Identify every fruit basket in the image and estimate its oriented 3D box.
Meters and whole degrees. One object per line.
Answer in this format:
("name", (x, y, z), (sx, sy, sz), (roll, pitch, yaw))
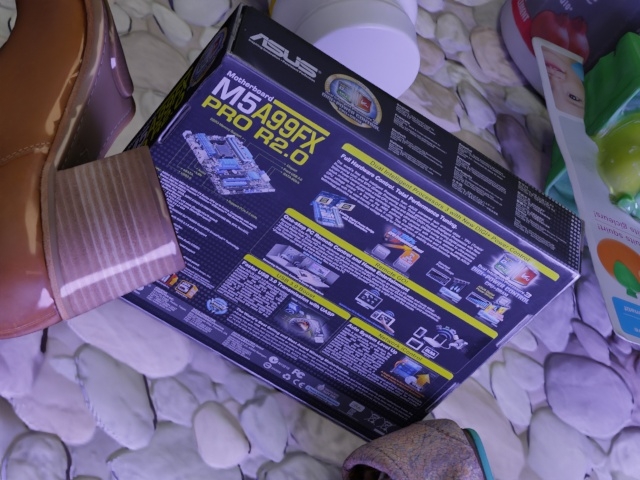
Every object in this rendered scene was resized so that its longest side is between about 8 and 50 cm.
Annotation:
("fruit basket", (0.335, -0.007, 1.605), (0.327, 0.165, 0.353), (22, 32, -26))

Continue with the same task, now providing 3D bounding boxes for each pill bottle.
("pill bottle", (0.318, -0.256, 1.726), (0.176, 0.318, 0.176), (25, 39, -22))
("pill bottle", (0.013, -0.211, 1.566), (0.119, 0.119, 0.209), (17, 45, -31))

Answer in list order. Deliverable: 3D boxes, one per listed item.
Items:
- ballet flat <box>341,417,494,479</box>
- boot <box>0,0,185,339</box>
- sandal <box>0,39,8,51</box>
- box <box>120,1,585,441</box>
("ballet flat", (0.083, 0.254, 1.210), (0.106, 0.108, 0.316), (-4, 49, -21))
("boot", (-0.215, -0.056, 1.164), (0.220, 0.109, 0.283), (-17, 59, -3))
("sandal", (-0.181, -0.106, 1.330), (0.090, 0.060, 0.219), (34, 37, -12))
("box", (0.000, 0.000, 1.264), (0.270, 0.216, 0.060), (31, 38, -15))
